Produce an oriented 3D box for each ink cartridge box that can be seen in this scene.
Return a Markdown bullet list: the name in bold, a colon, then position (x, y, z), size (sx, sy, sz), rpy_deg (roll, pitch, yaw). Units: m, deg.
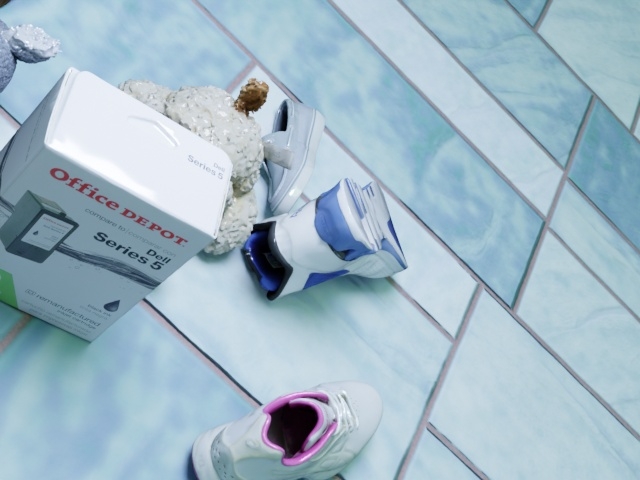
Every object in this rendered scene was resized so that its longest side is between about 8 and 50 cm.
- **ink cartridge box**: position (-0.253, -0.027, 1.166), size (0.198, 0.273, 0.114), rpy_deg (29, 46, -25)

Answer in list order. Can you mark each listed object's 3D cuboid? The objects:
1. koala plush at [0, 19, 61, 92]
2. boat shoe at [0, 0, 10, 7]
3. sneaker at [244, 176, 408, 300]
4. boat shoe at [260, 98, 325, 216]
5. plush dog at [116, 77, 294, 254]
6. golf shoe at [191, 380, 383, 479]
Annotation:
- **koala plush**: position (-0.404, -0.211, 1.185), size (0.203, 0.196, 0.221), rpy_deg (68, 10, 13)
- **boat shoe**: position (-0.406, -0.370, 1.395), size (0.098, 0.109, 0.302), rpy_deg (44, 36, -2)
- **sneaker**: position (0.000, 0.000, 1.492), size (0.315, 0.182, 0.127), rpy_deg (18, 53, -73)
- **boat shoe**: position (-0.054, -0.121, 1.573), size (0.081, 0.079, 0.227), rpy_deg (28, 41, -13)
- **plush dog**: position (-0.179, -0.097, 1.336), size (0.262, 0.211, 0.225), rpy_deg (53, 45, -1)
- **golf shoe**: position (-0.007, 0.228, 1.320), size (0.306, 0.140, 0.115), rpy_deg (-16, 73, -48)
